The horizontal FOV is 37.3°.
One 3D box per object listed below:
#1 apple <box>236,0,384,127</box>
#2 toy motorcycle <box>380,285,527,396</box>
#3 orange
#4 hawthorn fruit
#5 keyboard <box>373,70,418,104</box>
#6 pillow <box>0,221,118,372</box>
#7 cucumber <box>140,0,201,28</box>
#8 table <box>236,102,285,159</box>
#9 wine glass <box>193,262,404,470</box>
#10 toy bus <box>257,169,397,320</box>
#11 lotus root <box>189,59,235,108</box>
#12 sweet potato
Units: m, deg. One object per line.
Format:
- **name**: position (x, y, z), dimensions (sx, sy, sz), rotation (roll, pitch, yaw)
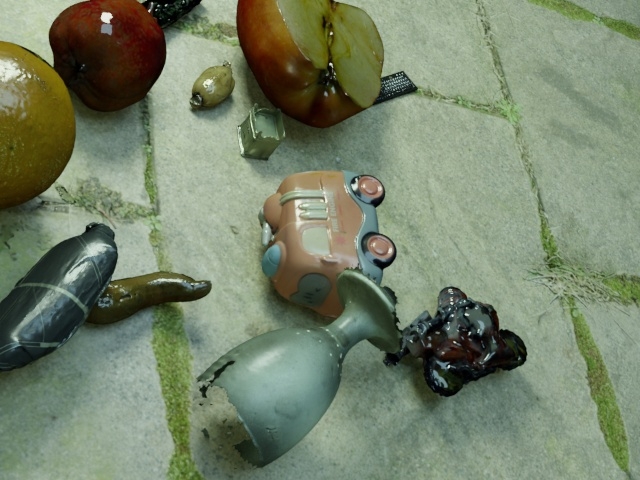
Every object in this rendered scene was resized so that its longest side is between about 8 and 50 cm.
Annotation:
- **apple**: position (-0.014, -0.416, 1.982), dimensions (0.328, 0.295, 0.365), rotation (4, 50, -4)
- **toy motorcycle**: position (0.236, 0.195, 1.826), dimensions (0.401, 0.134, 0.207), rotation (-14, 68, -41)
- **orange**: position (-0.522, -0.184, 1.498), dimensions (0.274, 0.274, 0.274), rotation (17, 52, -23)
- **hawthorn fruit**: position (-0.374, -0.364, 1.755), dimensions (0.208, 0.208, 0.248), rotation (42, 55, -2)
- **keyboard**: position (0.152, -0.357, 2.234), dimensions (0.198, 0.010, 0.064), rotation (-26, 74, -42)
- **pillow**: position (-0.419, 0.087, 1.457), dimensions (0.335, 0.161, 0.093), rotation (-57, 132, -40)
- **cucumber**: position (-0.332, -0.472, 1.949), dimensions (0.081, 0.072, 0.303), rotation (42, 47, -5)
- **table**: position (-0.120, -0.219, 1.907), dimensions (0.062, 0.083, 0.079), rotation (7, 57, -31)
- **wine glass**: position (-0.032, 0.206, 1.541), dimensions (0.357, 0.190, 0.190), rotation (-36, 83, -22)
- **toy bus**: position (0.000, 0.000, 1.771), dimensions (0.232, 0.194, 0.288), rotation (8, 56, -20)
- **lotus root**: position (-0.214, -0.318, 1.930), dimensions (0.072, 0.063, 0.152), rotation (29, 51, 0)
- **sweet potato**: position (-0.298, 0.092, 1.584), dimensions (0.233, 0.062, 0.081), rotation (-11, 32, -32)
